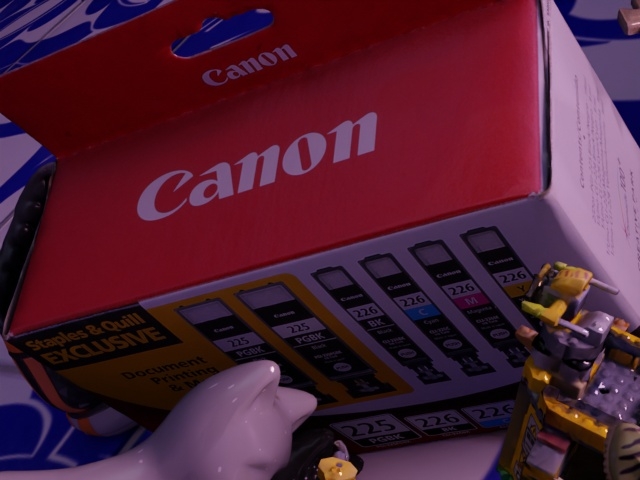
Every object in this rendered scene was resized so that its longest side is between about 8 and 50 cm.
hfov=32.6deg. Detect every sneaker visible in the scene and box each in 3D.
[{"bbox_3d":[-0.100,-0.013,0.812,0.321,0.180,0.125,-42,30,-16],"label":"sneaker"}]

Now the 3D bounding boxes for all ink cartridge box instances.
[{"bbox_3d":[0.000,0.000,0.578,0.309,0.272,0.130,-16,50,29],"label":"ink cartridge box"}]

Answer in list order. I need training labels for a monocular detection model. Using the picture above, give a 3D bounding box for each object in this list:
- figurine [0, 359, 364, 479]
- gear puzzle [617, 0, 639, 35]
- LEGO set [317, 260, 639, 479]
[{"bbox_3d":[-0.084,0.142,0.554,0.209,0.215,0.092,-29,64,-2],"label":"figurine"},{"bbox_3d":[0.273,-0.107,0.656,0.176,0.044,0.339,-3,37,2],"label":"gear puzzle"},{"bbox_3d":[0.111,0.106,0.294,0.255,0.192,0.331,32,45,29],"label":"LEGO set"}]
